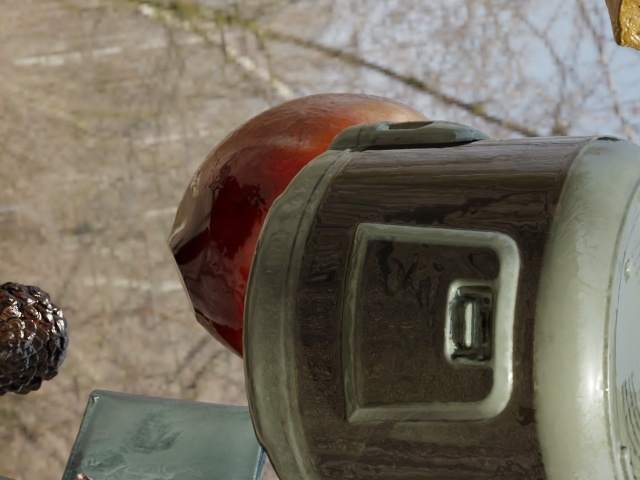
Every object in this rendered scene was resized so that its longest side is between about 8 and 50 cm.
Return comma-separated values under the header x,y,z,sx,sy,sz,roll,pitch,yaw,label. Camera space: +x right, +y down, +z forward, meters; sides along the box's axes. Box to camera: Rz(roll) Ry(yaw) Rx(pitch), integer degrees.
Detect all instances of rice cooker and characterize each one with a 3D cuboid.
x,y,z,sx,sy,sz,roll,pitch,yaw,label
0.111,0.071,1.075,0.335,0.325,0.335,-2,92,-61,rice cooker

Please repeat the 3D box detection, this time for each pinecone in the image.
x,y,z,sx,sy,sz,roll,pitch,yaw,label
-0.450,0.137,2.021,0.165,0.162,0.163,-110,-166,-73,pinecone

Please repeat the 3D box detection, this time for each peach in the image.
x,y,z,sx,sy,sz,roll,pitch,yaw,label
0.000,0.000,1.673,0.388,0.388,0.388,171,-90,-79,peach

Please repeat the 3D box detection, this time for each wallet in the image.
x,y,z,sx,sy,sz,roll,pitch,yaw,label
-0.205,0.316,1.729,0.054,0.251,0.290,92,8,-46,wallet

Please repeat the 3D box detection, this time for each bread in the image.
x,y,z,sx,sy,sz,roll,pitch,yaw,label
0.299,-0.234,1.298,0.132,0.053,0.074,-87,171,-57,bread

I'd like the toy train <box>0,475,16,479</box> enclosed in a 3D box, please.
x,y,z,sx,sy,sz,roll,pitch,yaw,label
-0.367,0.364,1.552,0.083,0.132,0.200,-26,128,-67,toy train

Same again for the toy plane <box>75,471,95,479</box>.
x,y,z,sx,sy,sz,roll,pitch,yaw,label
-0.171,0.265,1.238,0.189,0.130,0.061,58,7,-51,toy plane
